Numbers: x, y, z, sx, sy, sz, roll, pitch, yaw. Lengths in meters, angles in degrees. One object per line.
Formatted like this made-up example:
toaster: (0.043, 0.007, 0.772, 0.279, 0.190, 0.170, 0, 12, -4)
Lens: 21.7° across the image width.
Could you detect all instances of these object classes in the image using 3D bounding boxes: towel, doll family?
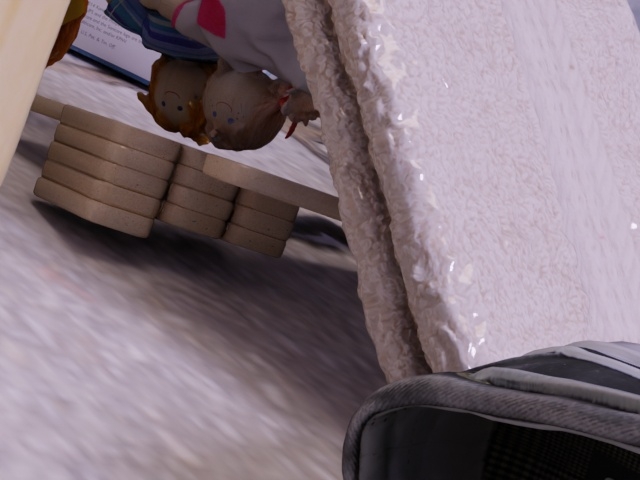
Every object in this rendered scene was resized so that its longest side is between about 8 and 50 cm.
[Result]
towel: (0.067, -0.045, 0.609, 0.187, 0.049, 0.282, 4, 65, -50)
doll family: (-0.084, -0.128, 0.743, 0.263, 0.163, 0.118, 19, 33, 19)

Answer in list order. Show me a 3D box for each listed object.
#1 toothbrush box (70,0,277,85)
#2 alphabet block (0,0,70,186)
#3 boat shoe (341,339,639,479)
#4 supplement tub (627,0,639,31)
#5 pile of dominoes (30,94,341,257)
toothbrush box: (-0.093, -0.186, 1.067, 0.216, 0.126, 0.295, 26, 13, 13)
alphabet block: (-0.195, -0.129, 0.535, 0.192, 0.197, 0.193, 29, 15, 27)
boat shoe: (0.131, 0.114, 0.357, 0.119, 0.121, 0.335, 0, 15, -41)
supplement tub: (0.283, -0.070, 0.920, 0.316, 0.193, 0.193, 6, 11, 9)
pile of dominoes: (0.000, 0.000, 0.705, 0.251, 0.040, 0.196, 19, 1, -34)
